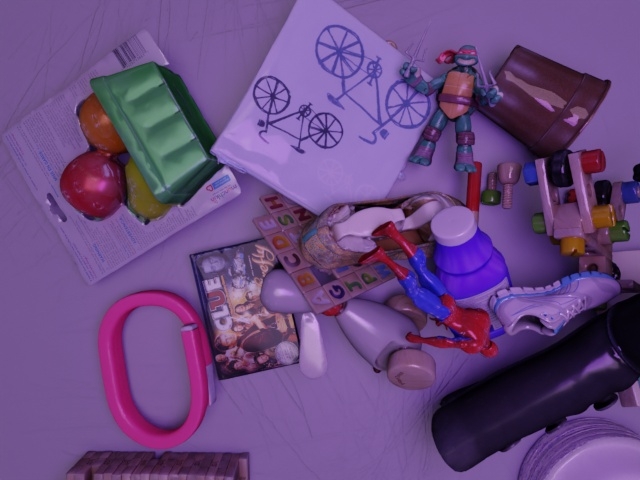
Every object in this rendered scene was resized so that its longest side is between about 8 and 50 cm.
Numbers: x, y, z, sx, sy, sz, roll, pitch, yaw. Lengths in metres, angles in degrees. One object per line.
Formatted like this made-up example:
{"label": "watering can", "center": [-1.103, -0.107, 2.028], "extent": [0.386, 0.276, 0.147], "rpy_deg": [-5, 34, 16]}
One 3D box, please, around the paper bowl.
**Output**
{"label": "paper bowl", "center": [0.523, 0.487, 0.883], "extent": [0.283, 0.148, 0.285], "rpy_deg": [0, 93, -1]}

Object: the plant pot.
{"label": "plant pot", "center": [0.376, -0.244, 0.855], "extent": [0.165, 0.167, 0.167], "rpy_deg": [32, 92, 7]}

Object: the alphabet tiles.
{"label": "alphabet tiles", "center": [0.000, 0.000, 0.854], "extent": [0.198, 0.009, 0.237], "rpy_deg": [-19, 65, -40]}

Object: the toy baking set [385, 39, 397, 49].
{"label": "toy baking set", "center": [0.067, -0.276, 0.911], "extent": [0.196, 0.030, 0.257], "rpy_deg": [10, 92, 0]}

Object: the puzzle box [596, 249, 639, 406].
{"label": "puzzle box", "center": [0.710, 0.142, 0.867], "extent": [0.408, 0.052, 0.273], "rpy_deg": [-3, 70, 0]}

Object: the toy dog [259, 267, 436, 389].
{"label": "toy dog", "center": [0.046, 0.158, 0.870], "extent": [0.333, 0.220, 0.161], "rpy_deg": [36, 130, 3]}

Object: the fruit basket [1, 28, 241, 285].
{"label": "fruit basket", "center": [-0.360, -0.139, 0.878], "extent": [0.352, 0.165, 0.327], "rpy_deg": [-30, 91, 17]}

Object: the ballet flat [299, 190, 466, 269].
{"label": "ballet flat", "center": [0.136, -0.027, 0.820], "extent": [0.348, 0.123, 0.123], "rpy_deg": [-10, 92, -22]}

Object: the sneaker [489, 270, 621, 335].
{"label": "sneaker", "center": [0.367, 0.108, 0.749], "extent": [0.190, 0.083, 0.071], "rpy_deg": [-17, 126, 14]}

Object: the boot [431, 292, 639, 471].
{"label": "boot", "center": [0.351, 0.208, 0.711], "extent": [0.445, 0.367, 0.146], "rpy_deg": [-33, 66, 23]}

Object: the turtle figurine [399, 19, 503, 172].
{"label": "turtle figurine", "center": [0.227, -0.239, 0.818], "extent": [0.175, 0.118, 0.235], "rpy_deg": [18, 110, 37]}

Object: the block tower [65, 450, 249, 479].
{"label": "block tower", "center": [-0.304, 0.458, 0.909], "extent": [0.334, 0.097, 0.091], "rpy_deg": [0, 93, -1]}

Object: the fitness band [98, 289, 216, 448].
{"label": "fitness band", "center": [-0.306, 0.238, 0.901], "extent": [0.208, 0.054, 0.291], "rpy_deg": [-8, 92, 12]}

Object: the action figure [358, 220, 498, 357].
{"label": "action figure", "center": [0.159, 0.102, 0.768], "extent": [0.280, 0.139, 0.092], "rpy_deg": [41, 53, -13]}

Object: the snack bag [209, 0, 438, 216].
{"label": "snack bag", "center": [0.028, -0.208, 0.853], "extent": [0.322, 0.037, 0.343], "rpy_deg": [30, 87, -18]}

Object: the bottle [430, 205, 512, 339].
{"label": "bottle", "center": [0.254, 0.061, 0.821], "extent": [0.118, 0.092, 0.283], "rpy_deg": [-25, 131, 10]}

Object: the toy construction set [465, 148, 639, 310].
{"label": "toy construction set", "center": [0.400, -0.011, 0.815], "extent": [0.308, 0.257, 0.238], "rpy_deg": [4, 83, 22]}

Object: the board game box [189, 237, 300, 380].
{"label": "board game box", "center": [-0.138, 0.126, 0.921], "extent": [0.164, 0.042, 0.244], "rpy_deg": [-13, 92, 1]}
